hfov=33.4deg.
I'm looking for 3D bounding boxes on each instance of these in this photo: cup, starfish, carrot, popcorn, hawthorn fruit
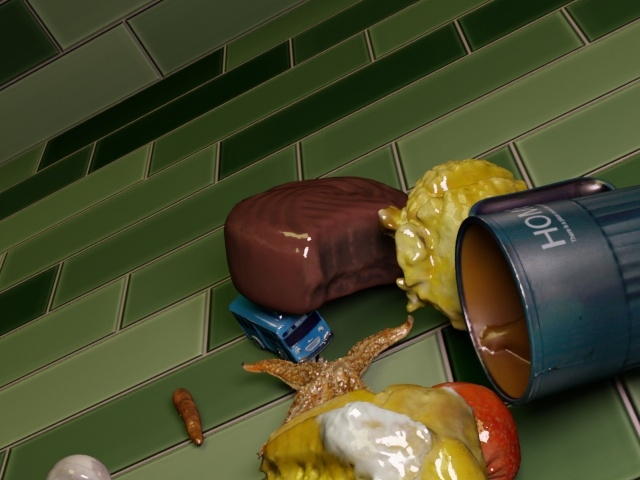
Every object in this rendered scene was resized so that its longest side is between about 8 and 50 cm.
[{"bbox_3d":[0.344,0.054,1.383,0.292,0.242,0.308,-13,7,-10],"label":"cup"},{"bbox_3d":[-0.002,0.246,1.625,0.302,0.084,0.293,-11,36,13],"label":"starfish"},{"bbox_3d":[-0.222,0.302,1.825,0.036,0.035,0.165,-35,31,-4],"label":"carrot"},{"bbox_3d":[0.223,0.005,1.621,0.270,0.224,0.258,36,58,14],"label":"popcorn"},{"bbox_3d":[0.173,0.250,1.436,0.165,0.165,0.285,-30,13,5],"label":"hawthorn fruit"}]

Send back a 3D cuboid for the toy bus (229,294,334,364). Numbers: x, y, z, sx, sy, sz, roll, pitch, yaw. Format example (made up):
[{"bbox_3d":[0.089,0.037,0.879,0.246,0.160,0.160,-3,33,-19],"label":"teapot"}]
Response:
[{"bbox_3d":[-0.070,0.140,1.848,0.090,0.106,0.185,-41,30,-20],"label":"toy bus"}]

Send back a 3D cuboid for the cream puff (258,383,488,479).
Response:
[{"bbox_3d":[0.061,0.335,1.150,0.276,0.378,0.378,-14,31,2],"label":"cream puff"}]

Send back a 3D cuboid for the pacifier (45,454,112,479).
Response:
[{"bbox_3d":[-0.315,0.442,1.526,0.220,0.273,0.332,-48,28,7],"label":"pacifier"}]

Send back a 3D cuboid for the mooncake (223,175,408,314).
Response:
[{"bbox_3d":[0.000,0.000,1.810,0.326,0.174,0.334,-3,16,1],"label":"mooncake"}]
